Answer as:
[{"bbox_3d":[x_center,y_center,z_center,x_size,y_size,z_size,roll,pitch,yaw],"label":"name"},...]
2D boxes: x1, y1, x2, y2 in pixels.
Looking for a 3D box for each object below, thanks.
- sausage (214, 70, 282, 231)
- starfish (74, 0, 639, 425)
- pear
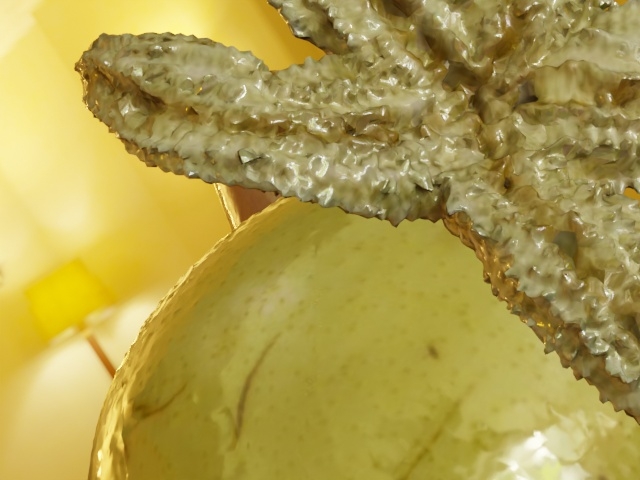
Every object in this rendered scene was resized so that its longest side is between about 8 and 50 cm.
[{"bbox_3d":[0.000,-0.001,1.221,0.121,0.304,0.121,-17,-36,-13],"label":"sausage"},{"bbox_3d":[0.054,-0.041,0.446,0.216,0.238,0.071,-24,-11,-9],"label":"starfish"},{"bbox_3d":[0.055,0.129,0.807,0.348,0.348,0.348,-33,1,1],"label":"pear"}]
